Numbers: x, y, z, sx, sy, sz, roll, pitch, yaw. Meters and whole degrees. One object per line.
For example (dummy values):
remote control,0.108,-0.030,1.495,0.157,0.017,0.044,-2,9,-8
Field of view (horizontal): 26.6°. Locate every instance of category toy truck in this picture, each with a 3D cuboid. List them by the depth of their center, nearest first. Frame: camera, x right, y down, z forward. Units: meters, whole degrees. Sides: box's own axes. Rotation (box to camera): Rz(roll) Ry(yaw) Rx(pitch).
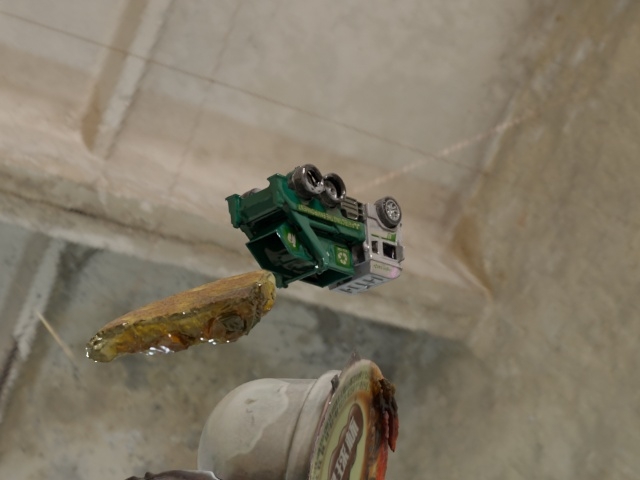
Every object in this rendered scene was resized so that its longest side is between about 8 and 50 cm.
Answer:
toy truck,0.000,0.000,1.523,0.216,0.110,0.116,18,-121,-44

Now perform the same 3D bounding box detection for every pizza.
pizza,-0.135,0.091,1.577,0.292,0.197,0.058,-20,-81,-44

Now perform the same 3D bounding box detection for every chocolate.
chocolate,-0.029,0.193,1.190,0.221,0.147,0.221,-24,-63,-60

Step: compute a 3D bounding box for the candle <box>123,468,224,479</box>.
candle,-0.134,0.317,0.891,0.342,0.221,0.221,-50,-34,-59
